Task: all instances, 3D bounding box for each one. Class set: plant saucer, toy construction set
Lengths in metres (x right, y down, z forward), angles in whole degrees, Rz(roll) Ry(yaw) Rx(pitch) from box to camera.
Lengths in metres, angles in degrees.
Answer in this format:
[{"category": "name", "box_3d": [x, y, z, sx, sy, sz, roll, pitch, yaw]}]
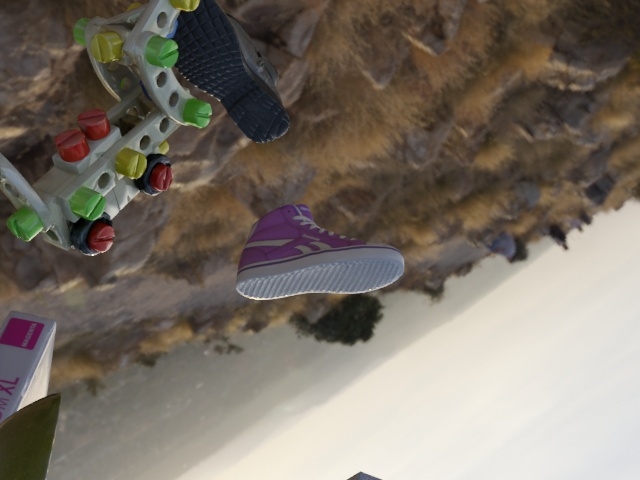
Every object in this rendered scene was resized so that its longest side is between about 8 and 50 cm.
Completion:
[{"category": "plant saucer", "box_3d": [-0.207, 0.212, 0.464, 0.037, 0.241, 0.241, 13, 148, -17]}, {"category": "toy construction set", "box_3d": [-0.242, -0.117, 0.757, 0.327, 0.151, 0.215, -38, 146, -28]}]

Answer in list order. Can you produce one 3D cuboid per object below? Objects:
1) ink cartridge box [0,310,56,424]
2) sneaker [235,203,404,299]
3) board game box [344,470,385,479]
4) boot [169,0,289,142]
[{"category": "ink cartridge box", "box_3d": [-0.375, 0.250, 0.871, 0.186, 0.065, 0.311, -83, -169, -49]}, {"category": "sneaker", "box_3d": [-0.001, -0.001, 1.205, 0.282, 0.161, 0.102, -4, 145, 20]}, {"category": "board game box", "box_3d": [0.070, 0.306, 0.887, 0.090, 0.090, 0.020, 125, -14, -56]}, {"category": "boot", "box_3d": [-0.127, -0.248, 0.955, 0.083, 0.161, 0.246, -27, 132, 12]}]
